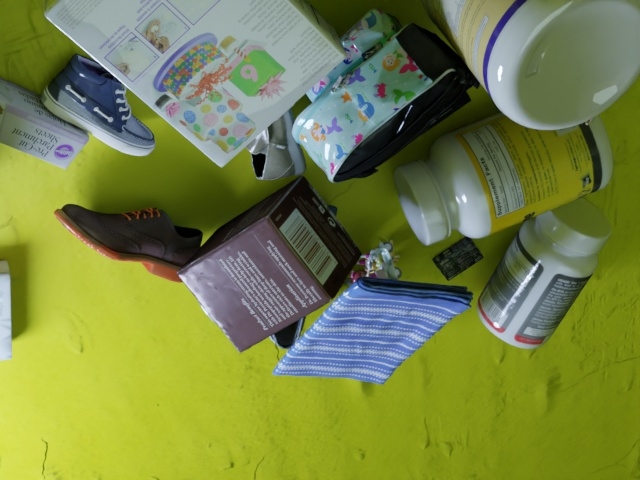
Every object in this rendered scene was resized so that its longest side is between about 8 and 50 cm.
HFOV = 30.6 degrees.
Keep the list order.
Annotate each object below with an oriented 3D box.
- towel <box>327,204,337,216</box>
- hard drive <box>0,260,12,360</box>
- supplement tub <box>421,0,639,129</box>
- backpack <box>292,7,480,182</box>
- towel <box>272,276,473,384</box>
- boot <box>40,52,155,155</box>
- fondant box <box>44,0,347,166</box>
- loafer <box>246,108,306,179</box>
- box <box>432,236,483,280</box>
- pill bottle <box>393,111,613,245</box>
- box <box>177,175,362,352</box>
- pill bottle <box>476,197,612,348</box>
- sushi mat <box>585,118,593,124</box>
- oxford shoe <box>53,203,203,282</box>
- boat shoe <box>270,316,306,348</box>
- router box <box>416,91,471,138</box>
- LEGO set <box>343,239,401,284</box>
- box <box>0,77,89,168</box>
[{"bbox_3d":[0.000,0.000,1.965,0.029,0.119,0.067,14,168,-10],"label":"towel"},{"bbox_3d":[-0.641,0.133,1.820,0.308,0.040,0.203,-7,135,-21],"label":"hard drive"},{"bbox_3d":[0.280,-0.337,1.611,0.241,0.331,0.241,-15,138,-14],"label":"supplement tub"},{"bbox_3d":[0.075,-0.206,1.703,0.253,0.191,0.225,-47,171,16],"label":"backpack"},{"bbox_3d":[0.092,0.169,2.075,0.243,0.040,0.336,7,144,-28],"label":"towel"},{"bbox_3d":[-0.293,-0.189,1.653,0.190,0.069,0.086,25,120,-41],"label":"boot"},{"bbox_3d":[-0.162,-0.288,1.545,0.238,0.096,0.330,-40,121,14],"label":"fondant box"},{"bbox_3d":[-0.088,-0.172,1.762,0.087,0.094,0.251,-28,139,-7],"label":"loafer"},{"bbox_3d":[0.262,0.034,2.220,0.083,0.018,0.067,-35,139,8],"label":"box"},{"bbox_3d":[0.302,-0.117,1.959,0.334,0.188,0.188,-22,139,-6],"label":"pill bottle"},{"bbox_3d":[-0.078,0.036,1.845,0.203,0.167,0.168,-30,103,30],"label":"box"},{"bbox_3d":[0.427,0.055,2.223,0.161,0.161,0.283,3,131,-30],"label":"pill bottle"},{"bbox_3d":[0.436,-0.313,1.768,0.019,0.316,0.151,22,129,-2],"label":"sushi mat"},{"bbox_3d":[-0.297,-0.020,1.826,0.271,0.097,0.098,24,100,-50],"label":"oxford shoe"},{"bbox_3d":[-0.064,0.070,2.018,0.108,0.102,0.301,-11,137,-19],"label":"boat shoe"},{"bbox_3d":[0.137,-0.223,1.869,0.179,0.046,0.133,-34,138,7],"label":"router box"},{"bbox_3d":[0.070,0.087,2.104,0.107,0.132,0.287,-4,148,-8],"label":"LEGO set"},{"bbox_3d":[-0.463,-0.189,1.567,0.324,0.063,0.067,24,119,-42],"label":"box"}]
